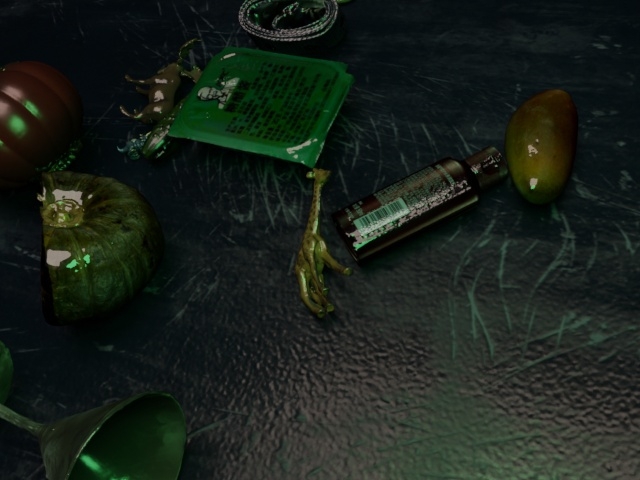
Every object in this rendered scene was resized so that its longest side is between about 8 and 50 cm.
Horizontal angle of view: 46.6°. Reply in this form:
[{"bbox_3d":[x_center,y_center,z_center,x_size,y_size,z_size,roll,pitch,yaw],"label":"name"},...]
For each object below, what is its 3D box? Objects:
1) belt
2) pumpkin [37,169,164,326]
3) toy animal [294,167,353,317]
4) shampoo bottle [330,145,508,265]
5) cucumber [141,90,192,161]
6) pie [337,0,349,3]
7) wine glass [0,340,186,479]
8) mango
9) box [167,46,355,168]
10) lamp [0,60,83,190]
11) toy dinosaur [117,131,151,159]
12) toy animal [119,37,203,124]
[{"bbox_3d":[-0.059,-0.493,1.675,0.231,0.126,0.139,3,83,14],"label":"belt"},{"bbox_3d":[-0.417,0.020,1.411,0.232,0.242,0.324,2,49,-20],"label":"pumpkin"},{"bbox_3d":[-0.004,0.004,1.343,0.054,0.149,0.275,9,58,-26],"label":"toy animal"},{"bbox_3d":[0.187,-0.073,1.371,0.323,0.084,0.129,-27,45,-6],"label":"shampoo bottle"},{"bbox_3d":[-0.305,-0.258,1.620,0.069,0.069,0.227,25,65,26],"label":"cucumber"},{"bbox_3d":[0.051,-0.591,1.770,0.084,0.021,0.084,-9,54,12],"label":"pie"},{"bbox_3d":[-0.453,0.308,1.192,0.406,0.267,0.267,14,63,26],"label":"wine glass"},{"bbox_3d":[0.401,-0.173,1.357,0.133,0.111,0.267,31,57,-17],"label":"mango"},{"bbox_3d":[-0.111,-0.263,1.551,0.337,0.106,0.264,14,62,22],"label":"box"},{"bbox_3d":[-0.644,-0.239,1.570,0.303,0.257,0.303,-35,22,17],"label":"lamp"},{"bbox_3d":[-0.403,-0.208,1.632,0.083,0.030,0.047,-26,55,-4],"label":"toy dinosaur"},{"bbox_3d":[-0.343,-0.353,1.683,0.186,0.093,0.214,-6,64,15],"label":"toy animal"}]
